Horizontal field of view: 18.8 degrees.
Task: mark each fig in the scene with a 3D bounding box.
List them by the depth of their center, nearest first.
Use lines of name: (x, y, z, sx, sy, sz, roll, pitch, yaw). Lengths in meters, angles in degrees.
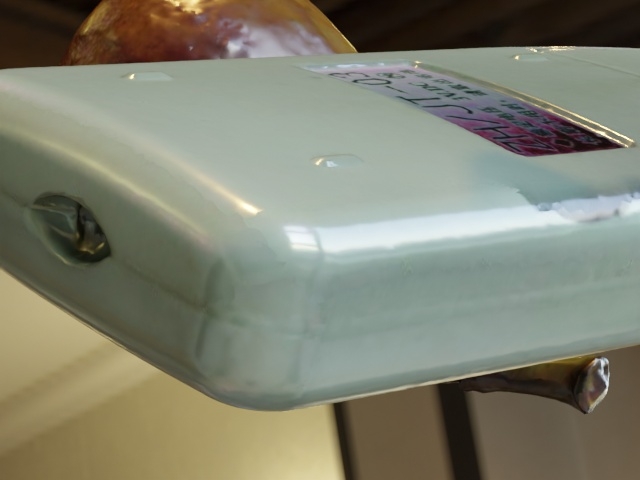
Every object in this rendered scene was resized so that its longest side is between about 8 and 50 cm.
fig: (0.001, 0.000, 0.817, 0.170, 0.274, 0.145, -60, -19, 7)

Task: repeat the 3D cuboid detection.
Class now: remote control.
remote control: (0.055, -0.014, 0.513, 0.296, 0.056, 0.140, -6, 24, -41)
